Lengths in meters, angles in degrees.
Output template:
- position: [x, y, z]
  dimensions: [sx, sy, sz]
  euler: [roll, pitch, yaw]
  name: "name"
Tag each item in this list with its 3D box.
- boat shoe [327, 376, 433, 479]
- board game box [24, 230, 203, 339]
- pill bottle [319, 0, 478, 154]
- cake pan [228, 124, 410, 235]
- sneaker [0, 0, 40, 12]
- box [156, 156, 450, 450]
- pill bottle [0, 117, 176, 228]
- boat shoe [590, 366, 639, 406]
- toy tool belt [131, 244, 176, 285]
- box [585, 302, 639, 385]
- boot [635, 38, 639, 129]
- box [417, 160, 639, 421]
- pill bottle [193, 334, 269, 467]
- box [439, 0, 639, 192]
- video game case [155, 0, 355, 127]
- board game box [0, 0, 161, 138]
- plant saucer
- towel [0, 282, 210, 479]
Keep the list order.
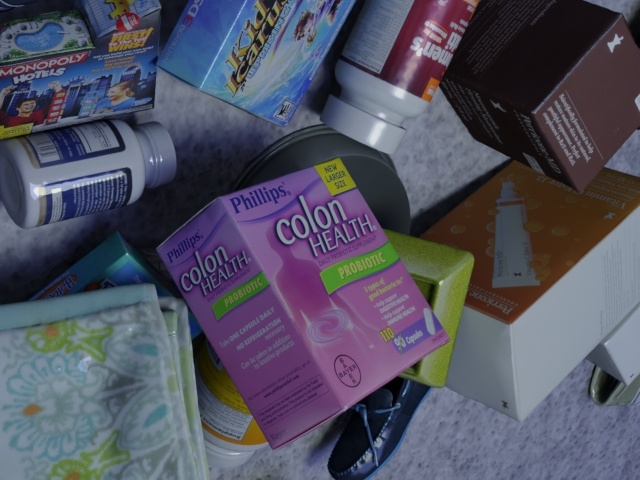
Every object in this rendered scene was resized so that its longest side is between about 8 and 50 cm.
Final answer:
- position: [0.081, 0.222, 1.588]
  dimensions: [0.089, 0.109, 0.258]
  euler: [48, 65, -36]
  name: "boat shoe"
- position: [-0.256, 0.107, 1.249]
  dimensions: [0.210, 0.047, 0.160]
  euler: [-38, 133, 3]
  name: "board game box"
- position: [0.090, -0.220, 1.317]
  dimensions: [0.121, 0.121, 0.221]
  euler: [16, 103, -42]
  name: "pill bottle"
- position: [0.000, 0.000, 1.416]
  dimensions: [0.293, 0.054, 0.293]
  euler: [-18, 124, -30]
  name: "cake pan"
- position: [-0.256, -0.337, 1.013]
  dimensions: [0.099, 0.153, 0.282]
  euler: [22, 69, -40]
  name: "sneaker"
- position: [-0.013, 0.059, 1.185]
  dimensions: [0.117, 0.243, 0.213]
  euler: [-37, 171, 37]
  name: "box"
- position: [-0.239, -0.075, 1.159]
  dimensions: [0.169, 0.094, 0.094]
  euler: [-15, 122, -31]
  name: "pill bottle"
- position: [0.534, 0.163, 1.888]
  dimensions: [0.094, 0.109, 0.302]
  euler: [-13, 124, -30]
  name: "boat shoe"
- position: [-0.195, 0.037, 1.286]
  dimensions: [0.083, 0.052, 0.051]
  euler: [6, 101, -39]
  name: "toy tool belt"
- position: [0.423, 0.122, 1.732]
  dimensions: [0.091, 0.170, 0.130]
  euler: [-46, 134, -8]
  name: "box"
- position: [0.459, -0.290, 1.580]
  dimensions: [0.207, 0.094, 0.246]
  euler: [-54, 141, 4]
  name: "boot"
- position: [0.278, 0.045, 1.507]
  dimensions: [0.345, 0.215, 0.168]
  euler: [-37, 132, -31]
  name: "box"
- position: [-0.087, 0.166, 1.347]
  dimensions: [0.136, 0.136, 0.246]
  euler: [-11, 144, -33]
  name: "pill bottle"
- position: [0.281, -0.201, 1.420]
  dimensions: [0.167, 0.203, 0.168]
  euler: [-47, 133, -6]
  name: "box"
- position: [-0.035, -0.262, 1.165]
  dimensions: [0.269, 0.061, 0.244]
  euler: [-61, 161, 6]
  name: "video game case"
- position: [-0.230, -0.180, 1.059]
  dimensions: [0.194, 0.060, 0.194]
  euler: [-16, 162, -30]
  name: "board game box"
- position: [0.074, 0.082, 1.359]
  dimensions: [0.045, 0.188, 0.188]
  euler: [-47, 149, -64]
  name: "plant saucer"
- position: [-0.295, 0.223, 1.102]
  dimensions: [0.374, 0.090, 0.320]
  euler: [-9, 77, -8]
  name: "towel"
